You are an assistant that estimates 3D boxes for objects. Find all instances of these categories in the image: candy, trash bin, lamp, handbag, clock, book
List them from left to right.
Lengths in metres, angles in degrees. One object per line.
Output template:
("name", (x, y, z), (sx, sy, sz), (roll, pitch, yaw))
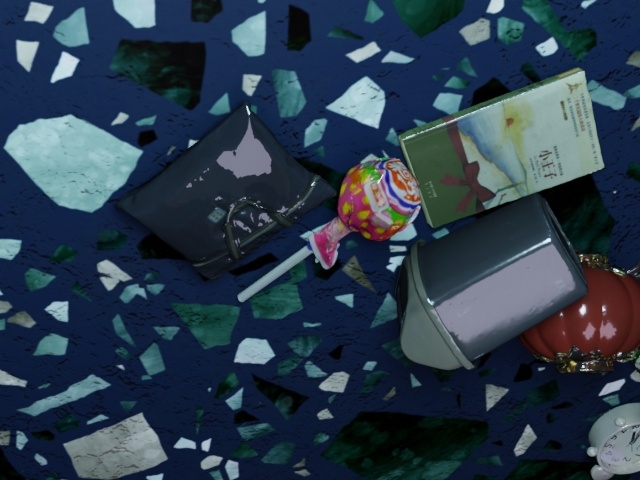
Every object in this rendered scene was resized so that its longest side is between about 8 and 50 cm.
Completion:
("handbag", (-0.132, -0.062, 1.690), (0.254, 0.089, 0.211), (-36, 123, 18))
("candy", (0.000, 0.000, 1.781), (0.365, 0.124, 0.124), (-36, 130, 28))
("trash bin", (0.250, 0.067, 1.801), (0.290, 0.209, 0.182), (-29, 110, 14))
("book", (0.276, -0.136, 1.770), (0.289, 0.026, 0.201), (-21, 131, 4))
("lamp", (0.429, 0.115, 1.913), (0.226, 0.227, 0.227), (-7, 131, -8))
("clock", (0.602, 0.385, 2.283), (0.155, 0.063, 0.229), (19, 121, -24))

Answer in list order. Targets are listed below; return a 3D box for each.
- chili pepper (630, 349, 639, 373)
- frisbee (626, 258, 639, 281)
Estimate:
("chili pepper", (0.665, 0.247, 2.180), (0.216, 0.062, 0.108), (25, 114, -30))
("frisbee", (0.556, 0.044, 2.006), (0.210, 0.012, 0.187), (-3, 130, -10))
